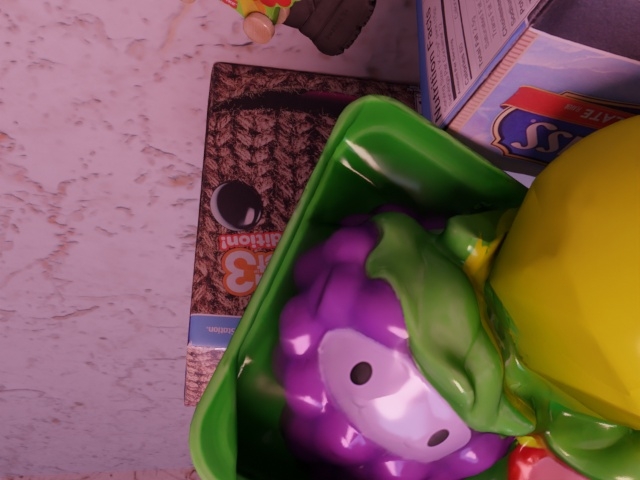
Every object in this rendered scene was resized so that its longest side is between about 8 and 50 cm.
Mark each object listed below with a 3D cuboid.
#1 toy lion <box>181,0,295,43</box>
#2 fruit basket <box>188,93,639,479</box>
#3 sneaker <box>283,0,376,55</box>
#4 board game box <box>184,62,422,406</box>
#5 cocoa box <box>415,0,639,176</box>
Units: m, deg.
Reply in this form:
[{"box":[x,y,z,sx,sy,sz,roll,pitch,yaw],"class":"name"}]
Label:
[{"box":[-0.053,-0.190,0.551,0.100,0.034,0.096,29,148,4],"class":"toy lion"},{"box":[0.143,0.076,0.444,0.392,0.283,0.392,20,154,10],"class":"fruit basket"},{"box":[0.012,-0.243,0.531,0.130,0.109,0.286,19,142,-15],"class":"sneaker"},{"box":[0.000,0.000,0.750,0.232,0.291,0.141,4,149,-8],"class":"board game box"},{"box":[0.258,-0.172,0.516,0.347,0.231,0.228,9,151,-16],"class":"cocoa box"}]
